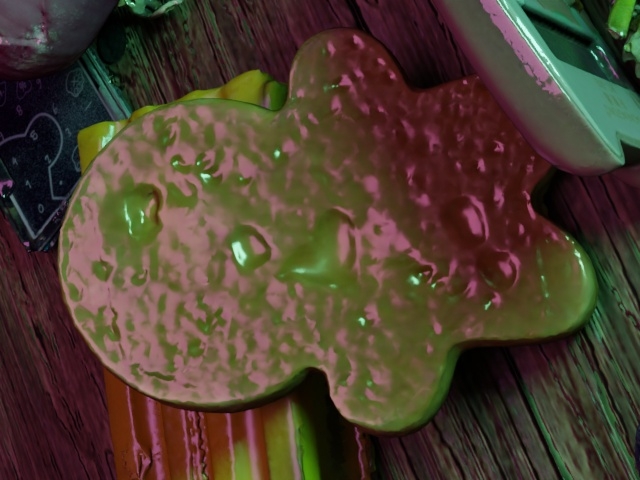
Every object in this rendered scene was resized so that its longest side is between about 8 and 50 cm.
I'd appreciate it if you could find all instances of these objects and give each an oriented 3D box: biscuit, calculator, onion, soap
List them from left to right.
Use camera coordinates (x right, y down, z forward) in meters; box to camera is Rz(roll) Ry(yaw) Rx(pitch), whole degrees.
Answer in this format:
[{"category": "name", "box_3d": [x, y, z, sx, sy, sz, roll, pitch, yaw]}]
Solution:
[{"category": "onion", "box_3d": [-0.242, -0.221, 1.304, 0.200, 0.200, 0.207, -43, 61, 31]}, {"category": "calculator", "box_3d": [-0.261, -0.135, 1.421, 0.166, 0.028, 0.274, -50, 58, 27]}, {"category": "soap", "box_3d": [-0.068, 0.054, 1.205, 0.204, 0.096, 0.324, -13, 81, 40]}, {"category": "biscuit", "box_3d": [0.000, 0.000, 1.083, 0.355, 0.052, 0.275, -13, 81, 10]}, {"category": "calculator", "box_3d": [0.103, -0.165, 0.980, 0.048, 0.220, 0.330, -35, 72, 22]}]

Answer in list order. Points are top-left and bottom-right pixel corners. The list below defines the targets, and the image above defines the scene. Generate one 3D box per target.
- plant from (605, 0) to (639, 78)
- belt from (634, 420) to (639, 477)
[{"category": "plant", "box_3d": [0.198, -0.150, 0.973, 0.104, 0.122, 0.116, -37, 72, 46]}, {"category": "belt", "box_3d": [0.294, 0.125, 0.876, 0.230, 0.126, 0.140, 18, 125, 39]}]
